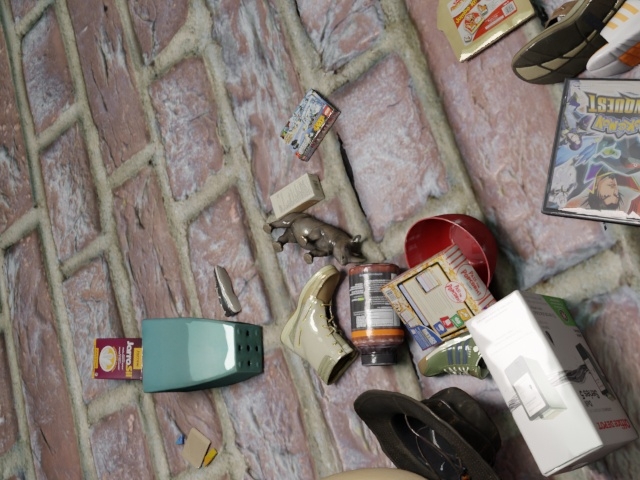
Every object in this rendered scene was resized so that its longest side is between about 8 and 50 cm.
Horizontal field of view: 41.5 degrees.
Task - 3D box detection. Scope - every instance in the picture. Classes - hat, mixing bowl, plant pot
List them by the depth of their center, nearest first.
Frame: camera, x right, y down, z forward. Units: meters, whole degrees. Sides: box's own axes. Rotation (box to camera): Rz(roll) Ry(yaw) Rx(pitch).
[{"bbox_3d":[0.223,0.340,1.513,0.331,0.331,0.134,23,57,37],"label":"hat"},{"bbox_3d":[0.256,0.020,1.557,0.181,0.098,0.181,24,130,32],"label":"mixing bowl"},{"bbox_3d":[-0.256,0.253,1.899,0.234,0.166,0.165,-9,78,28],"label":"plant pot"}]

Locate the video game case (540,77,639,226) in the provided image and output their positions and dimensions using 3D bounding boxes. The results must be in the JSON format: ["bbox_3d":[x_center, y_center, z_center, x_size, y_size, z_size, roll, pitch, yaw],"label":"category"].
[{"bbox_3d":[0.528,-0.150,1.434,0.275,0.035,0.248,10,90,38],"label":"video game case"}]

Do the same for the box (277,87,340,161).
[{"bbox_3d":[-0.027,-0.256,1.877,0.094,0.027,0.137,48,112,33],"label":"box"}]

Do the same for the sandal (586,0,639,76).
[{"bbox_3d":[0.554,-0.378,1.416,0.265,0.102,0.076,-38,61,18],"label":"sandal"}]

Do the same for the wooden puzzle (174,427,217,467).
[{"bbox_3d":[-0.290,0.486,1.977,0.116,0.014,0.078,37,101,35],"label":"wooden puzzle"}]

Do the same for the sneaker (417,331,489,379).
[{"bbox_3d":[0.270,0.222,1.555,0.192,0.064,0.086,-37,58,24],"label":"sneaker"}]

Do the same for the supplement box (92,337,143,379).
[{"bbox_3d":[-0.477,0.295,2.103,0.188,0.081,0.104,-6,79,36],"label":"supplement box"}]

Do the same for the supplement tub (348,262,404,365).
[{"bbox_3d":[0.110,0.147,1.664,0.106,0.106,0.197,-9,78,36],"label":"supplement tub"}]

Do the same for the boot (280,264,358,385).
[{"bbox_3d":[0.018,0.174,1.748,0.165,0.077,0.213,41,113,35],"label":"boot"}]

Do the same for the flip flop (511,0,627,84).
[{"bbox_3d":[0.455,-0.387,1.492,0.277,0.112,0.080,-47,29,24],"label":"flip flop"}]

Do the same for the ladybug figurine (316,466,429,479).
[{"bbox_3d":[0.073,0.570,1.550,0.449,0.162,0.305,-10,33,43],"label":"ladybug figurine"}]

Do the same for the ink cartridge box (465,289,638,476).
[{"bbox_3d":[0.381,0.230,1.386,0.115,0.198,0.272,-37,63,26],"label":"ink cartridge box"}]

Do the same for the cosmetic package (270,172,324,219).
[{"bbox_3d":[-0.052,-0.095,1.863,0.115,0.041,0.060,-29,67,31],"label":"cosmetic package"}]

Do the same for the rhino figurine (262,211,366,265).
[{"bbox_3d":[0.000,0.000,1.776,0.243,0.106,0.073,21,127,36],"label":"rhino figurine"}]

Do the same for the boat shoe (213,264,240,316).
[{"bbox_3d":[-0.225,0.118,1.963,0.038,0.046,0.125,-33,73,24],"label":"boat shoe"}]

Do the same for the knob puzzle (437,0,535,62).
[{"bbox_3d":[0.312,-0.468,1.649,0.213,0.030,0.213,-6,80,37],"label":"knob puzzle"}]

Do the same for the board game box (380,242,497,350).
[{"bbox_3d":[0.216,0.107,1.544,0.146,0.045,0.193,56,141,0],"label":"board game box"}]
